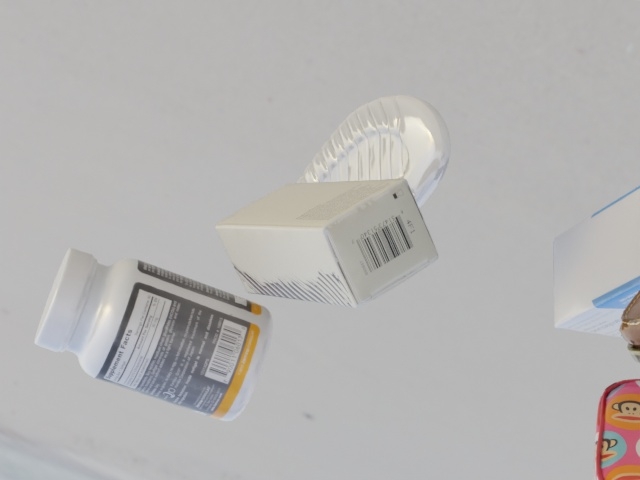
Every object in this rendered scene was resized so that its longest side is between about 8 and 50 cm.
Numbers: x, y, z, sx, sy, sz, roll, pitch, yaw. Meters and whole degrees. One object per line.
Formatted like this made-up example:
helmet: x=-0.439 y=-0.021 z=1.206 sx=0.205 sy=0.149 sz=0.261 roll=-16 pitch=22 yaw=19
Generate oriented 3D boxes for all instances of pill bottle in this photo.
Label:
pill bottle: x=-0.214 y=0.117 z=1.769 sx=0.278 sy=0.162 sz=0.162 roll=21 pitch=164 yaw=-12

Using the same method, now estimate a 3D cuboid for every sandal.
sandal: x=0.062 y=-0.065 z=1.795 sx=0.102 sy=0.169 sz=0.416 roll=-2 pitch=160 yaw=-32

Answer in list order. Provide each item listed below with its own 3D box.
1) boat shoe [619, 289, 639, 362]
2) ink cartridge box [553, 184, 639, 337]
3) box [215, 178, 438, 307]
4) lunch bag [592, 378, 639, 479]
boat shoe: x=0.364 y=-0.016 z=1.239 sx=0.104 sy=0.307 sz=0.111 roll=55 pitch=156 yaw=-12
ink cartridge box: x=0.477 y=0.047 z=1.713 sx=0.307 sy=0.129 sz=0.223 roll=10 pitch=158 yaw=-17
box: x=0.000 y=0.000 z=1.452 sx=0.275 sy=0.113 sz=0.094 roll=3 pitch=120 yaw=65
lunch bag: x=0.438 y=0.230 z=1.469 sx=0.293 sy=0.258 sz=0.120 roll=0 pitch=121 yaw=14
